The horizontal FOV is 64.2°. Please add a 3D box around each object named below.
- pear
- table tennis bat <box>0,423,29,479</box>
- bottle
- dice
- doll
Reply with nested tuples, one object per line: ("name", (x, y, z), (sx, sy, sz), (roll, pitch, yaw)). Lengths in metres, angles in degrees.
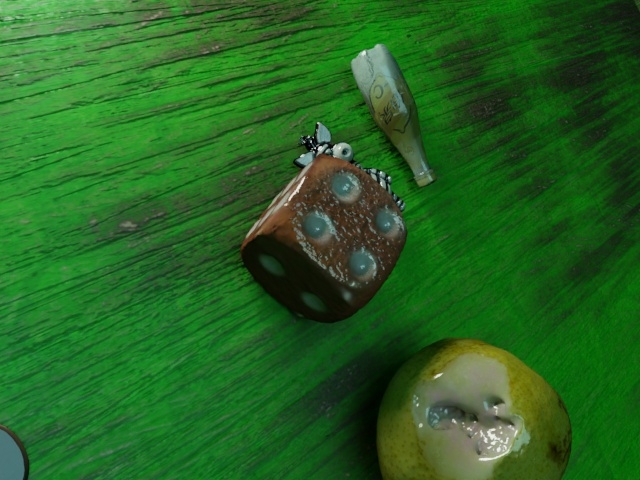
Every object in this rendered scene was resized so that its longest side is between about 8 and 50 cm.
("pear", (0.209, 0.277, 0.732), (0.271, 0.271, 0.270), (9, 71, -29))
("table tennis bat", (-0.328, 0.256, 0.494), (0.107, 0.119, 0.169), (-39, 95, -33))
("bottle", (0.142, -0.223, 0.940), (0.083, 0.083, 0.269), (-27, 94, -34))
("dice", (0.000, 0.000, 0.732), (0.179, 0.175, 0.173), (41, 60, -16))
("doll", (0.053, -0.104, 0.860), (0.219, 0.067, 0.091), (36, 80, -15))
